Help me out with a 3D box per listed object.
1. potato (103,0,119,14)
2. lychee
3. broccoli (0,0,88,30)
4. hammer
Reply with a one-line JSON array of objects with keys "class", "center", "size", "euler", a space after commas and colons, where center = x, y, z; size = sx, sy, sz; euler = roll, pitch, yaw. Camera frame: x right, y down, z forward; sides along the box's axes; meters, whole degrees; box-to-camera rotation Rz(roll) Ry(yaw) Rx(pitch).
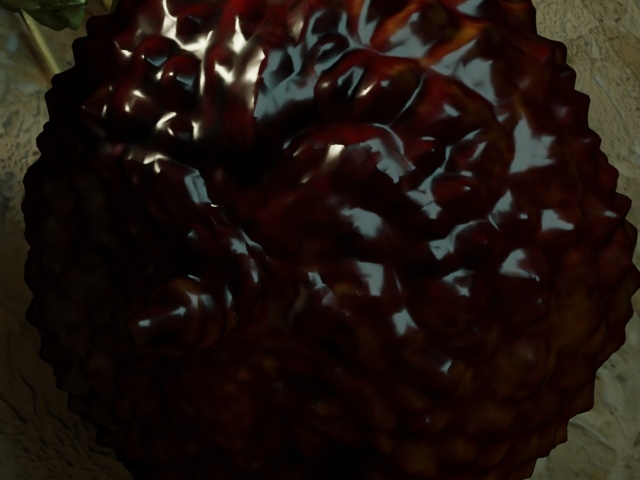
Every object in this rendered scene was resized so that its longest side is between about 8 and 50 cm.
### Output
[{"class": "potato", "center": [-0.147, -0.276, 1.563], "size": [0.138, 0.098, 0.243], "euler": [49, 43, 12]}, {"class": "lychee", "center": [0.000, 0.000, 1.162], "size": [0.424, 0.424, 0.500], "euler": [45, 25, 0]}, {"class": "broccoli", "center": [-0.279, -0.190, 1.172], "size": [0.293, 0.348, 0.281], "euler": [15, 15, 16]}, {"class": "hammer", "center": [-0.207, -0.149, 1.422], "size": [0.028, 0.060, 0.195], "euler": [-13, 69, -49]}]
